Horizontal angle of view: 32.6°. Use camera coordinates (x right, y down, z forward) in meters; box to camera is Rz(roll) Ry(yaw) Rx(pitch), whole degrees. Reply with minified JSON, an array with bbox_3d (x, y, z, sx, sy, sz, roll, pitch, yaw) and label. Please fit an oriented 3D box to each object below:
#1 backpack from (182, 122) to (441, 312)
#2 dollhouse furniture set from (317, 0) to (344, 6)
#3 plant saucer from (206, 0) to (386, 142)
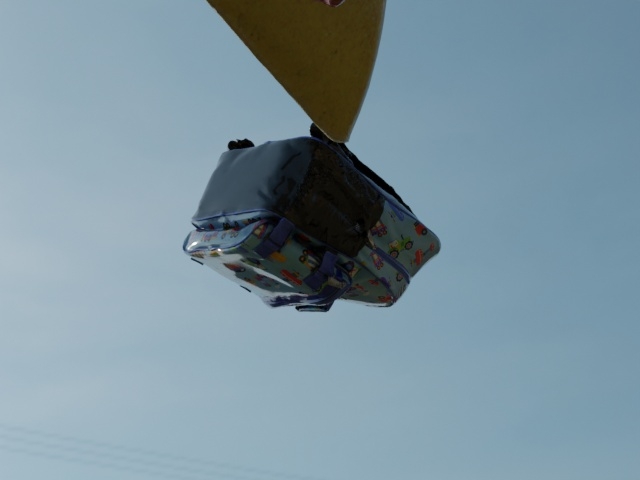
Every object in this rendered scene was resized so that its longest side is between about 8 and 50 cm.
[{"bbox_3d":[0.000,0.000,0.874,0.173,0.117,0.158,35,-21,-29],"label":"backpack"},{"bbox_3d":[0.130,-0.219,0.260,0.201,0.152,0.374,4,-31,-19],"label":"dollhouse furniture set"},{"bbox_3d":[-0.081,-0.257,0.565,0.081,0.333,0.333,-32,-37,12],"label":"plant saucer"}]
